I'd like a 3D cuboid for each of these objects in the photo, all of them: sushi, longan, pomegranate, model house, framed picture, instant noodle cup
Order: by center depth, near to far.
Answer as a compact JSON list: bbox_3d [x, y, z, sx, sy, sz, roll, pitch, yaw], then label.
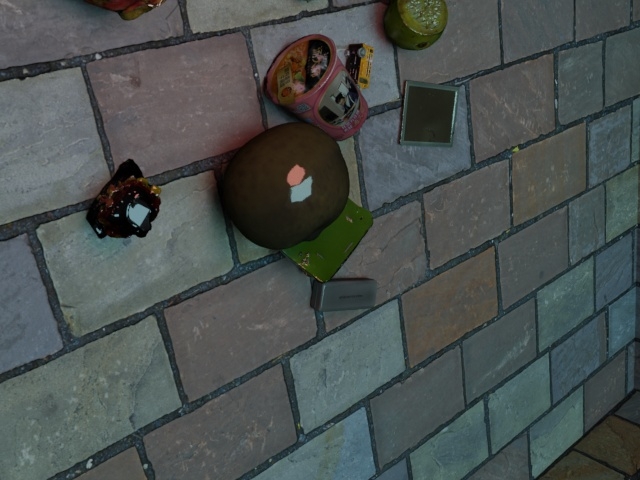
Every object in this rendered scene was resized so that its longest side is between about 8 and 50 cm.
[{"bbox_3d":[-0.464,-0.080,1.608,0.172,0.150,0.153,-40,123,-24],"label":"sushi"},{"bbox_3d":[-0.089,-0.143,1.797,0.361,0.361,0.361,-11,108,-37],"label":"longan"},{"bbox_3d":[0.007,-0.410,1.873,0.255,0.244,0.244,39,76,-48],"label":"instant noodle cup"},{"bbox_3d":[0.001,0.000,2.041,0.207,0.154,0.294,37,62,5],"label":"model house"},{"bbox_3d":[0.263,-0.690,2.049,0.241,0.159,0.190,37,67,-11],"label":"pomegranate"},{"bbox_3d":[0.375,-0.431,2.287,0.273,0.016,0.216,-3,103,-39],"label":"framed picture"}]

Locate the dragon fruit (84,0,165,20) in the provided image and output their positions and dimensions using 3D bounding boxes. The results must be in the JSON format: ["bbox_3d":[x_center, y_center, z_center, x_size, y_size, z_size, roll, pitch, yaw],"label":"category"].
[{"bbox_3d":[-0.421,-0.608,1.417,0.269,0.291,0.250,49,65,-38],"label":"dragon fruit"}]

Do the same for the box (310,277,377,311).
[{"bbox_3d":[0.081,0.176,2.180,0.243,0.055,0.103,1,101,-40],"label":"box"}]

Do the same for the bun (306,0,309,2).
[{"bbox_3d":[-0.013,-0.788,1.772,0.283,0.179,0.283,-9,105,-35],"label":"bun"}]

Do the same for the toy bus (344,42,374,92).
[{"bbox_3d":[0.113,-0.511,2.018,0.074,0.069,0.162,2,99,-42],"label":"toy bus"}]
